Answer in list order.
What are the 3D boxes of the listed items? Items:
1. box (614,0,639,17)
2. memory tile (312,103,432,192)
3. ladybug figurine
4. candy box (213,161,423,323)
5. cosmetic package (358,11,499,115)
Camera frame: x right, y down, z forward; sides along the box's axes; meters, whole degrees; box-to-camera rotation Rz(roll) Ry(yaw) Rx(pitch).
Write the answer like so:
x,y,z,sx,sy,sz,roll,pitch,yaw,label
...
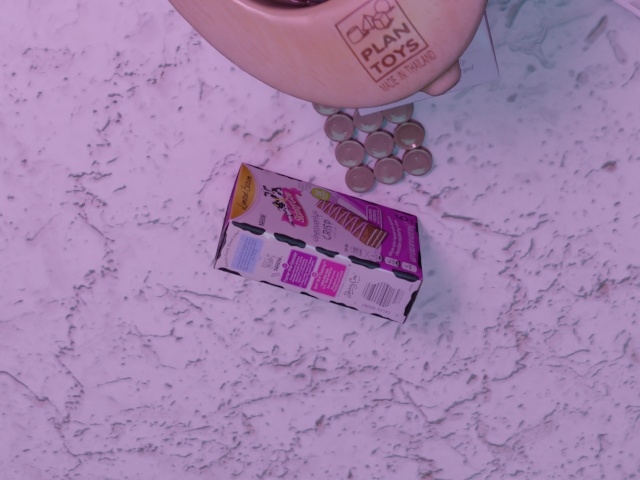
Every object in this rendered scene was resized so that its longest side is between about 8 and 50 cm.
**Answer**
x,y,z,sx,sy,sz,roll,pitch,yaw,label
0.321,-0.314,1.170,0.203,0.103,0.114,29,117,-14,box
0.064,-0.131,1.343,0.113,0.012,0.148,-17,117,12,memory tile
-0.015,-0.315,0.981,0.305,0.162,0.449,-32,91,22,ladybug figurine
0.000,0.000,1.338,0.233,0.159,0.071,16,118,-7,candy box
0.091,-0.248,1.174,0.151,0.183,0.151,-14,118,11,cosmetic package
